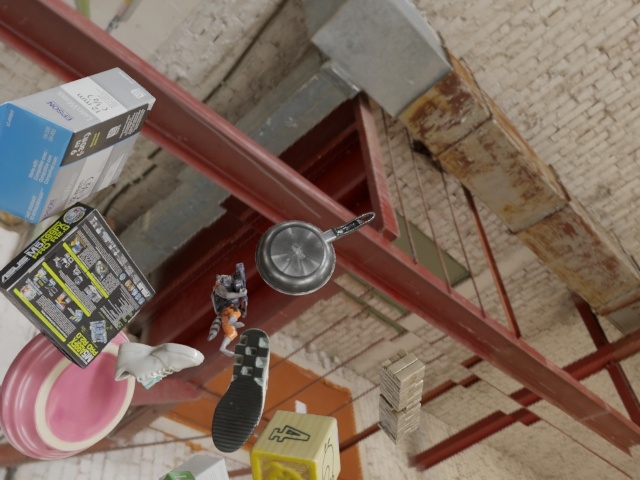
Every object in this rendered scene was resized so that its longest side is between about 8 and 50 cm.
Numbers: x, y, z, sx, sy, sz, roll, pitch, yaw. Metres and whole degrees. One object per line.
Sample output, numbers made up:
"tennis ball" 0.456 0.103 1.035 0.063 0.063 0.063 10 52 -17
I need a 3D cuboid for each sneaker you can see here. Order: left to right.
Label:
"sneaker" -0.351 0.275 1.303 0.212 0.080 0.094 -4 -122 21
"sneaker" -0.199 0.419 1.628 0.146 0.122 0.330 93 11 -57

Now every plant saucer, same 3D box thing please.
"plant saucer" -0.549 0.342 1.369 0.084 0.332 0.332 14 -109 34

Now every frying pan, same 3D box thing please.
"frying pan" 0.003 0.027 1.476 0.053 0.326 0.197 107 -27 -66

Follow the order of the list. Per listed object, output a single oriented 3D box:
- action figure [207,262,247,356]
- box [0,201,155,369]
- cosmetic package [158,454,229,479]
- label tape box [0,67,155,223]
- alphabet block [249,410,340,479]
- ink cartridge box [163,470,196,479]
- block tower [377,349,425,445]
"action figure" -0.384 0.251 2.462 0.330 0.178 0.341 -106 -164 -46
"box" -0.469 0.092 1.180 0.060 0.270 0.216 20 -122 32
"cosmetic package" -0.432 0.862 2.092 0.151 0.183 0.151 -9 -85 38
"label tape box" -0.492 -0.162 1.125 0.249 0.115 0.348 -50 -178 35
"alphabet block" -0.065 0.608 1.654 0.193 0.192 0.197 0 -161 18
"ink cartridge box" -0.391 0.794 1.723 0.212 0.093 0.154 37 -82 37
"block tower" 0.231 0.454 1.742 0.097 0.335 0.091 -25 -133 -23
